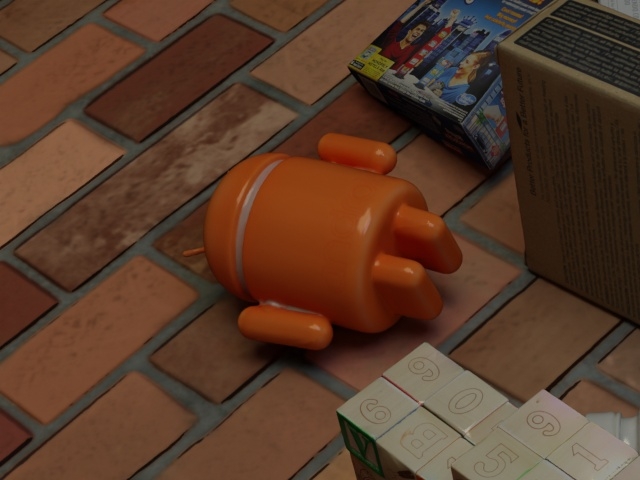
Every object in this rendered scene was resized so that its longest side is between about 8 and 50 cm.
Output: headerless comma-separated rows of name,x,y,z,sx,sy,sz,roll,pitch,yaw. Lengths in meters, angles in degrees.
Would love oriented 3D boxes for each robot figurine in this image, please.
robot figurine,0.001,-0.001,1.555,0.219,0.158,0.128,13,16,27

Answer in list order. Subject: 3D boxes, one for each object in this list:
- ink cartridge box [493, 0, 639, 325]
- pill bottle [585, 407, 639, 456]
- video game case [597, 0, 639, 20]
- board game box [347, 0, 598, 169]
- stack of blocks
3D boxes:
ink cartridge box,0.239,-0.046,1.458,0.088,0.234,0.193,-39,49,-25
pill bottle,0.268,0.150,1.343,0.169,0.094,0.094,-3,44,12
video game case,0.350,-0.199,1.594,0.244,0.269,0.061,-6,0,11
board game box,0.152,-0.173,1.714,0.194,0.060,0.194,-43,35,-9
stack of blocks,0.142,0.187,1.283,0.087,0.171,0.297,-35,46,-21
